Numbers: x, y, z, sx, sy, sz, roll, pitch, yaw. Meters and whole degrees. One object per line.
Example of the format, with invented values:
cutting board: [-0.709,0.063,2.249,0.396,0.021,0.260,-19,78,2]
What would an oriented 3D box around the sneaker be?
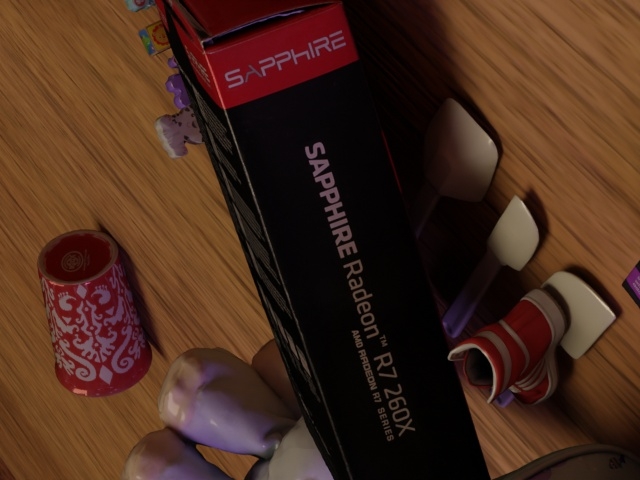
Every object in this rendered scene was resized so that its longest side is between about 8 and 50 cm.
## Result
sneaker: [0.111,0.079,1.127,0.042,0.067,0.118,46,160,25]

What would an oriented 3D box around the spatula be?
spatula: [0.103,0.018,1.179,0.168,0.019,0.242,51,161,10]

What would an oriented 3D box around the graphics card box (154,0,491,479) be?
graphics card box: [0.000,0.000,1.192,0.233,0.094,0.371,-126,17,-67]

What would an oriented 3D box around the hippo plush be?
hippo plush: [-0.013,0.227,1.456,0.236,0.234,0.294,18,135,65]

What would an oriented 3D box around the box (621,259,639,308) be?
box: [0.209,0.031,0.893,0.116,0.029,0.162,55,160,15]

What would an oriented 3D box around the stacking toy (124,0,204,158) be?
stacking toy: [-0.114,-0.167,1.421,0.221,0.052,0.167,64,160,-7]

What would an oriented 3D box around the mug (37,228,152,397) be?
mug: [-0.269,0.070,2.101,0.150,0.113,0.169,42,152,39]

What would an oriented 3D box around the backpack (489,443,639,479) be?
backpack: [0.157,0.247,1.065,0.191,0.225,0.254,-41,74,49]
